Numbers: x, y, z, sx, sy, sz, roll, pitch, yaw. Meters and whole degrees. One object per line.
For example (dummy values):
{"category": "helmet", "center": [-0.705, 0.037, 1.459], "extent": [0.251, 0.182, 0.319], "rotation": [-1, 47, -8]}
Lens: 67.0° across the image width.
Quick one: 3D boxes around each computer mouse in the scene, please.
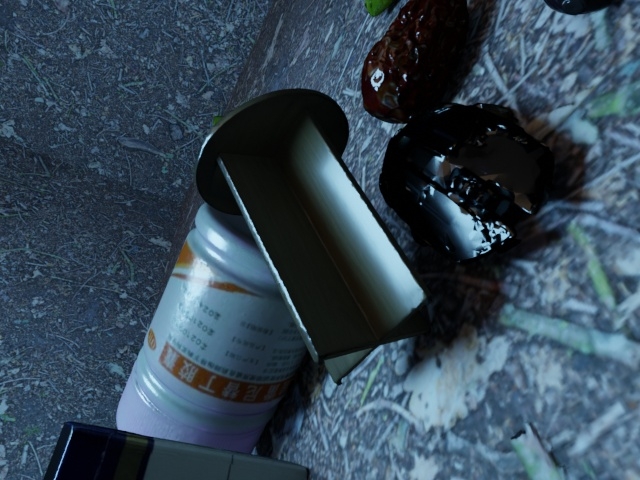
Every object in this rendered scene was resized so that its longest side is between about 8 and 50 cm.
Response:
{"category": "computer mouse", "center": [0.109, -0.062, 0.433], "extent": [0.146, 0.078, 0.241], "rotation": [-65, 22, 17]}

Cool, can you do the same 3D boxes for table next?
{"category": "table", "center": [0.000, 0.000, 0.440], "extent": [0.167, 0.167, 0.226], "rotation": [-53, 54, 37]}

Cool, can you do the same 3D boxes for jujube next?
{"category": "jujube", "center": [0.107, -0.211, 0.539], "extent": [0.165, 0.104, 0.104], "rotation": [-66, 21, 8]}

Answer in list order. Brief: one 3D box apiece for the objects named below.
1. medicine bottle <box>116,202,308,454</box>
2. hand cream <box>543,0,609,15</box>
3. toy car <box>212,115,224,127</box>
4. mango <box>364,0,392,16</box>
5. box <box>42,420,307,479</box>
{"category": "medicine bottle", "center": [-0.120, 0.127, 0.640], "extent": [0.315, 0.202, 0.202], "rotation": [-65, 22, 14]}
{"category": "hand cream", "center": [0.221, -0.257, 0.383], "extent": [0.186, 0.054, 0.087], "rotation": [-68, 16, -14]}
{"category": "toy car", "center": [-0.241, -0.224, 1.391], "extent": [0.235, 0.145, 0.234], "rotation": [-176, 90, -81]}
{"category": "mango", "center": [0.115, -0.432, 0.757], "extent": [0.165, 0.074, 0.091], "rotation": [-50, 30, 42]}
{"category": "box", "center": [-0.150, 0.290, 0.481], "extent": [0.071, 0.260, 0.168], "rotation": [-29, 44, 56]}
